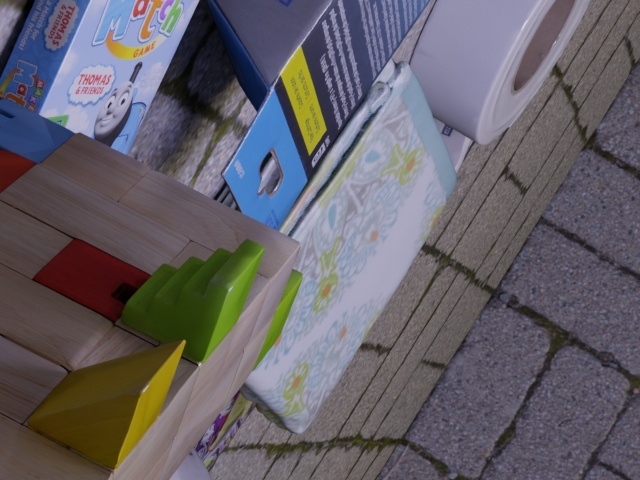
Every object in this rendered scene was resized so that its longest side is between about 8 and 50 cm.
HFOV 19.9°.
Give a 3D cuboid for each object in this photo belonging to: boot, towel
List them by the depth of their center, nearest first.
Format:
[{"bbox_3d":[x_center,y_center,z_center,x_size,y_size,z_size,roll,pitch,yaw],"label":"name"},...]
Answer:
[{"bbox_3d":[0.000,0.000,1.756,0.320,0.090,0.374,-56,158,-9],"label":"towel"},{"bbox_3d":[0.151,-0.111,2.183,0.190,0.069,0.086,-58,164,-7],"label":"boot"}]

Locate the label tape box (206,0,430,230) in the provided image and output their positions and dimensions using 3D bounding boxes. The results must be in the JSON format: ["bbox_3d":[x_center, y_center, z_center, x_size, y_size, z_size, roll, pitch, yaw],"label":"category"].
[{"bbox_3d":[-0.006,-0.178,1.365,0.334,0.106,0.240,-56,168,-9],"label":"label tape box"}]

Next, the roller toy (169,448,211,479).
[{"bbox_3d":[-0.184,0.225,1.470,0.191,0.209,0.146,-20,169,8],"label":"roller toy"}]

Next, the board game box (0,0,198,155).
[{"bbox_3d":[-0.150,-0.100,1.156,0.211,0.039,0.160,-64,165,13],"label":"board game box"}]

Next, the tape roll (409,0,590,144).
[{"bbox_3d":[0.210,-0.248,2.021,0.286,0.100,0.286,-54,167,-19],"label":"tape roll"}]

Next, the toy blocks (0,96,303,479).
[{"bbox_3d":[-0.187,0.042,0.930,0.381,0.261,0.191,-51,165,-57],"label":"toy blocks"}]

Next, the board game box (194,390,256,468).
[{"bbox_3d":[-0.066,0.105,1.946,0.347,0.056,0.208,-52,162,-23],"label":"board game box"}]
